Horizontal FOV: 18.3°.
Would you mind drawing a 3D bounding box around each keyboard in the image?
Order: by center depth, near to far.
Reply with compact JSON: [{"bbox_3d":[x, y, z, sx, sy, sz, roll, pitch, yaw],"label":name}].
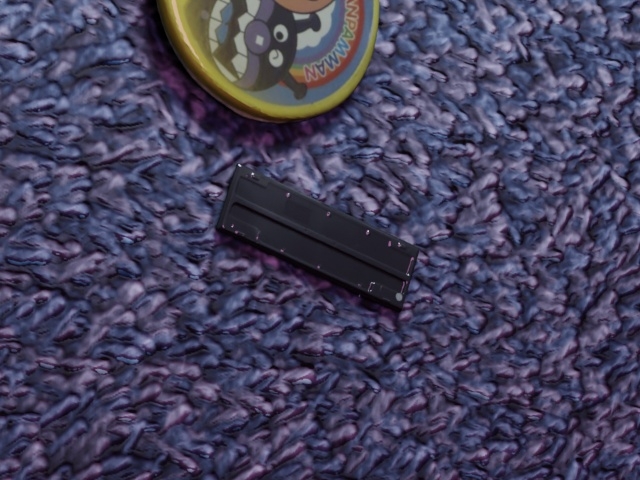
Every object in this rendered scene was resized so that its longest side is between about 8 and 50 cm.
[{"bbox_3d":[0.000,0.000,1.762,0.202,0.011,0.067,25,72,-28],"label":"keyboard"}]

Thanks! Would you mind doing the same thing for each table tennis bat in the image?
[{"bbox_3d":[-0.087,-0.254,1.706,0.369,0.054,0.224,38,67,-28],"label":"table tennis bat"}]
